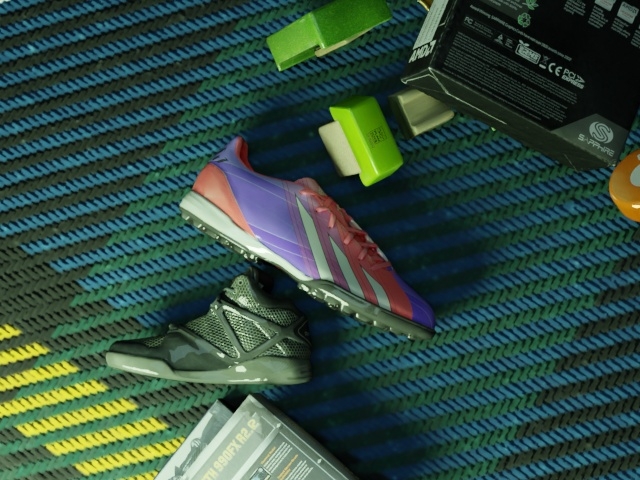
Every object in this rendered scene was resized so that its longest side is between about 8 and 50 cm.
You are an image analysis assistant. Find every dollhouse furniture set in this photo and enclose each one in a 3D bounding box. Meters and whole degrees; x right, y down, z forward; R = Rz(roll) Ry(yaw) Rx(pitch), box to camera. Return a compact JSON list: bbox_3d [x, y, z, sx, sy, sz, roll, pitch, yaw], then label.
[{"bbox_3d":[0.128,-0.205,1.369,0.301,0.151,0.197,-27,96,-16],"label":"dollhouse furniture set"}]

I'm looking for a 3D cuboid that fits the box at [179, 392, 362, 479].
[{"bbox_3d":[-0.075,0.309,1.321,0.183,0.056,0.231,39,91,11],"label":"box"}]

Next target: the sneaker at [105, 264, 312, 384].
[{"bbox_3d":[-0.123,0.096,1.368,0.227,0.087,0.130,-1,82,6],"label":"sneaker"}]

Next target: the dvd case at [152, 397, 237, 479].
[{"bbox_3d":[-0.119,0.324,1.370,0.179,0.029,0.239,39,92,11],"label":"dvd case"}]

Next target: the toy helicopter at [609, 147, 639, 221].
[{"bbox_3d":[0.474,-0.079,1.194,0.355,0.140,0.235,4,56,46],"label":"toy helicopter"}]

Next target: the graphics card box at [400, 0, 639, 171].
[{"bbox_3d":[0.261,-0.284,1.282,0.233,0.094,0.371,24,81,-16],"label":"graphics card box"}]

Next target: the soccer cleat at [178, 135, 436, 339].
[{"bbox_3d":[0.000,0.000,1.350,0.318,0.108,0.116,30,85,14],"label":"soccer cleat"}]
